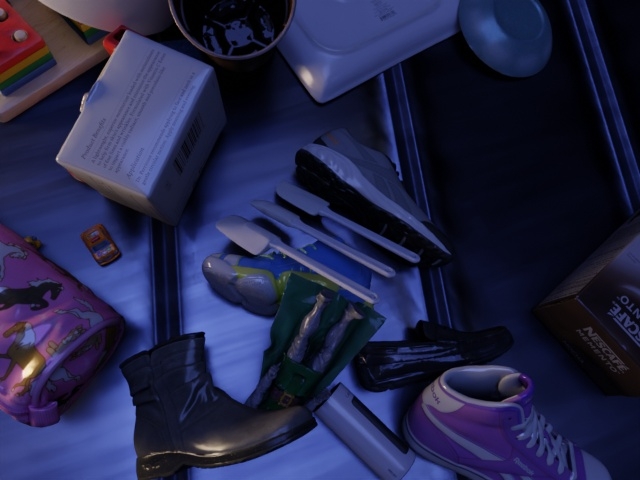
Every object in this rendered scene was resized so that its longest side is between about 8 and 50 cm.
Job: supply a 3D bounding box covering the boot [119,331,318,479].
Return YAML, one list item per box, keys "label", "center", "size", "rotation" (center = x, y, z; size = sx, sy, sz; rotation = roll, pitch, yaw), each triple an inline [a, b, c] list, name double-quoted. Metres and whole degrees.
- label: "boot"
  center: [-0.135, 0.182, 0.637]
  size: [0.247, 0.083, 0.161]
  rotation: [-18, 76, 18]

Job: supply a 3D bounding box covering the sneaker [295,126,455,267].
- label: "sneaker"
  center: [0.093, -0.067, 0.783]
  size: [0.271, 0.100, 0.108]
  rotation: [42, 64, 5]

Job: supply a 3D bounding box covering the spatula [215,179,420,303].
- label: "spatula"
  center: [0.000, 0.000, 0.720]
  size: [0.242, 0.019, 0.168]
  rotation: [30, 36, 19]

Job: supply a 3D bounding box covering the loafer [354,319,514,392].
- label: "loafer"
  center: [0.155, 0.145, 0.735]
  size: [0.224, 0.076, 0.078]
  rotation: [-12, 83, -8]

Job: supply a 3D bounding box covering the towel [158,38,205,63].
- label: "towel"
  center: [-0.208, -0.257, 0.833]
  size: [0.067, 0.029, 0.119]
  rotation: [-13, 75, -13]

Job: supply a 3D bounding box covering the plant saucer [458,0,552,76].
- label: "plant saucer"
  center: [0.331, -0.378, 0.924]
  size: [0.195, 0.037, 0.194]
  rotation: [5, 76, -19]

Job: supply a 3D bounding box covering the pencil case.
- label: "pencil case"
  center: [-0.425, 0.055, 0.639]
  size: [0.386, 0.160, 0.167]
  rotation: [33, 80, 2]

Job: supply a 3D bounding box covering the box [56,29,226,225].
- label: "box"
  center: [-0.219, -0.134, 0.703]
  size: [0.119, 0.182, 0.180]
  rotation: [24, 80, -1]

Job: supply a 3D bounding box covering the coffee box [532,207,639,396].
- label: "coffee box"
  center: [0.486, 0.067, 0.784]
  size: [0.297, 0.119, 0.168]
  rotation: [-38, 82, -17]

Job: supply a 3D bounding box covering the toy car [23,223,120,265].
- label: "toy car"
  center: [-0.339, 0.011, 0.725]
  size: [0.122, 0.040, 0.060]
  rotation: [-15, 76, -13]

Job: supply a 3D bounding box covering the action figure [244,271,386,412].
- label: "action figure"
  center: [-0.030, 0.170, 0.673]
  size: [0.137, 0.063, 0.232]
  rotation: [27, 101, -9]

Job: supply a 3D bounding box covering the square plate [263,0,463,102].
- label: "square plate"
  center: [0.045, -0.445, 0.917]
  size: [0.347, 0.049, 0.344]
  rotation: [-32, 79, -16]

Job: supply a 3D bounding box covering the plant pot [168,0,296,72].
- label: "plant pot"
  center: [-0.121, -0.324, 0.779]
  size: [0.167, 0.165, 0.166]
  rotation: [0, 93, -5]

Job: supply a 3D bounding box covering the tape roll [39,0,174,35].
- label: "tape roll"
  center: [-0.318, -0.429, 0.760]
  size: [0.286, 0.100, 0.286]
  rotation: [24, 45, -25]

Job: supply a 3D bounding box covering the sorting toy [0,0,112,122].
- label: "sorting toy"
  center: [-0.455, -0.353, 0.796]
  size: [0.257, 0.089, 0.255]
  rotation: [-42, 83, -17]

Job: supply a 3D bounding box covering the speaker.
- label: "speaker"
  center: [0.056, 0.250, 0.700]
  size: [0.136, 0.055, 0.055]
  rotation: [43, 72, 7]

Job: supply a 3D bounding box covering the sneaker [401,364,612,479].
- label: "sneaker"
  center: [0.259, 0.244, 0.665]
  size: [0.282, 0.161, 0.102]
  rotation: [19, 38, -3]

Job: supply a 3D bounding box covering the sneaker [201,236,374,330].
- label: "sneaker"
  center: [-0.035, 0.044, 0.744]
  size: [0.240, 0.091, 0.126]
  rotation: [23, 59, -8]

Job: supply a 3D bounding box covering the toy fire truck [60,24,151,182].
- label: "toy fire truck"
  center: [-0.295, -0.183, 0.741]
  size: [0.047, 0.135, 0.192]
  rotation: [28, 71, 1]
